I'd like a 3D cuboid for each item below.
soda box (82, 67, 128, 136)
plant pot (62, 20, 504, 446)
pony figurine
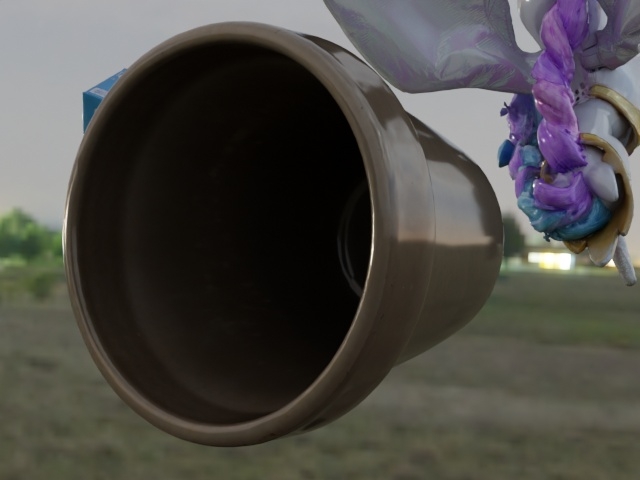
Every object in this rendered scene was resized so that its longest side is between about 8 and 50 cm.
[{"bbox_3d":[-0.130,-0.092,1.650,0.210,0.071,0.067,25,39,25],"label":"soda box"},{"bbox_3d":[0.000,0.000,1.117,0.263,0.263,0.229,2,-1,36],"label":"plant pot"},{"bbox_3d":[0.200,-0.178,1.352,0.302,0.351,0.363,-17,19,26],"label":"pony figurine"}]
